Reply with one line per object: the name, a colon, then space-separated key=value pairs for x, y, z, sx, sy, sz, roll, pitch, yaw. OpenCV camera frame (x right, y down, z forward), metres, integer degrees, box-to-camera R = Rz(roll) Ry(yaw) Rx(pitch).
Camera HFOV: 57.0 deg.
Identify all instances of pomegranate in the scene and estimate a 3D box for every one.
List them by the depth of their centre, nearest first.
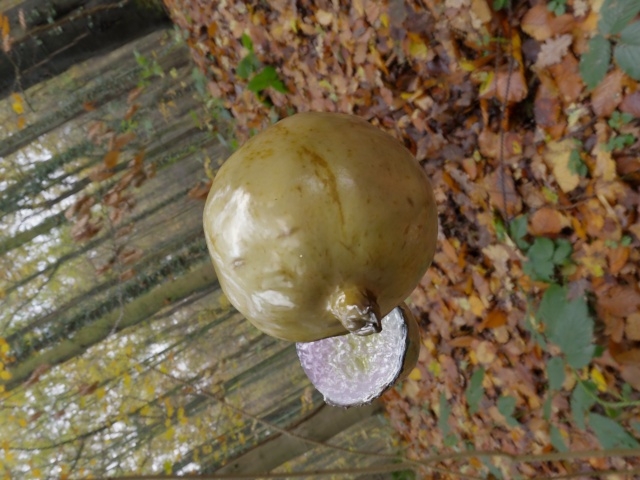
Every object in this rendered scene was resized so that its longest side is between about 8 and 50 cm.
pomegranate: x=0.000 y=0.000 z=0.819 sx=0.342 sy=0.342 sz=0.342 roll=60 pitch=177 yaw=6

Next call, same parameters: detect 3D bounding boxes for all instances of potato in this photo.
potato: x=0.101 y=0.188 z=1.170 sx=0.229 sy=0.229 sz=0.266 roll=60 pitch=-164 yaw=12
